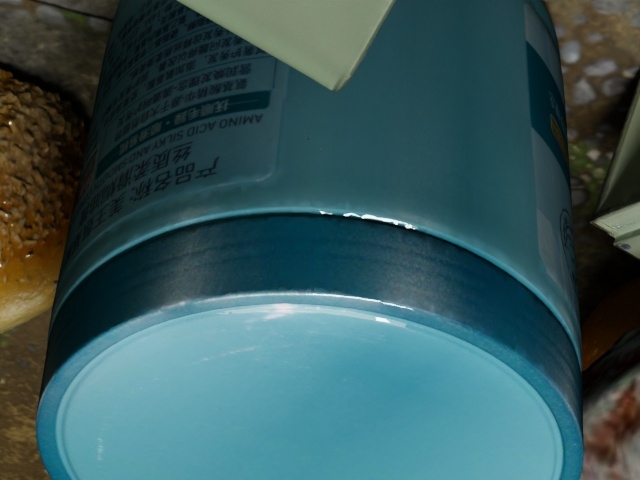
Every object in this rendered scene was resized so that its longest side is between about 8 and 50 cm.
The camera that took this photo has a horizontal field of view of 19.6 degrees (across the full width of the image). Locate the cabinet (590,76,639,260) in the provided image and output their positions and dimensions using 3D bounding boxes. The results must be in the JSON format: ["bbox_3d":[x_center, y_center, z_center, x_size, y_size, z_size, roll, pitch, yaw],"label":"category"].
[{"bbox_3d":[0.319,-0.032,1.246,0.206,0.150,0.145,29,157,-18],"label":"cabinet"}]

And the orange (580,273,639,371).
[{"bbox_3d":[0.301,0.122,1.449,0.219,0.193,0.219,-5,150,-3],"label":"orange"}]

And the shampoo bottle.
[{"bbox_3d":[0.000,0.000,1.207,0.331,0.343,0.331,2,141,1],"label":"shampoo bottle"}]

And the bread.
[{"bbox_3d":[-0.303,-0.029,1.313,0.314,0.192,0.171,22,139,-21],"label":"bread"}]

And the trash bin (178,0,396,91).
[{"bbox_3d":[-0.082,-0.267,0.990,0.343,0.158,0.223,27,129,-5],"label":"trash bin"}]

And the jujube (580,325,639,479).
[{"bbox_3d":[0.288,0.172,1.228,0.308,0.215,0.246,26,143,-10],"label":"jujube"}]
